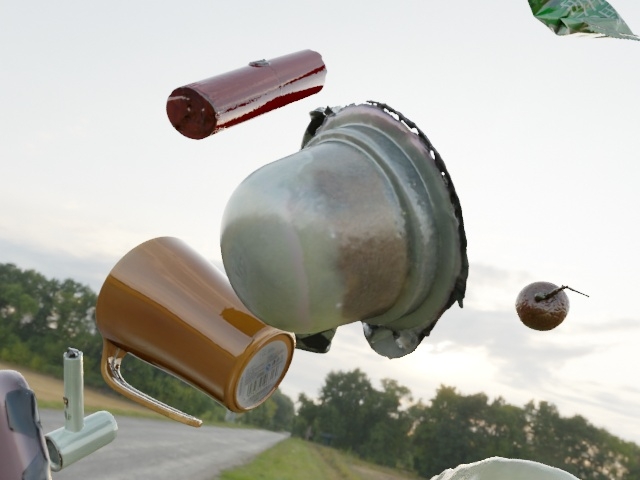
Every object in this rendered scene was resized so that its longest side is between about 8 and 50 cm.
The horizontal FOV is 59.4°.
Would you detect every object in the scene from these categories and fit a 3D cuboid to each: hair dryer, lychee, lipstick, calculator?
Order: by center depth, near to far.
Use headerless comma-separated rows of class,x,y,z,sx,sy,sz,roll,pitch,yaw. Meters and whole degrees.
calculator,-0.204,0.143,0.350,0.103,0.166,0.024,-43,-27,25
lipstick,-0.082,-0.195,0.729,0.073,0.279,0.073,13,-60,24
hair dryer,-0.467,0.309,1.082,0.073,0.236,0.131,13,18,33
lychee,0.454,0.125,1.134,0.114,0.101,0.140,12,-56,10

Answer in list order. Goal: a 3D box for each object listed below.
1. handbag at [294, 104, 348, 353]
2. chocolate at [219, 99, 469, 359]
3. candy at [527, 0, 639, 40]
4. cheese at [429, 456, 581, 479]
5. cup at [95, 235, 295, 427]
handbag,0.014,-0.046,1.043,0.180,0.416,0.317,16,21,0
chocolate,-0.003,0.007,0.450,0.147,0.221,0.221,-24,-2,-26
candy,0.482,-0.416,1.051,0.141,0.203,0.078,-12,-46,-19
cheese,0.154,0.303,0.312,0.332,0.153,0.292,54,-31,11
cup,-0.184,0.136,0.781,0.264,0.226,0.182,27,-9,29
